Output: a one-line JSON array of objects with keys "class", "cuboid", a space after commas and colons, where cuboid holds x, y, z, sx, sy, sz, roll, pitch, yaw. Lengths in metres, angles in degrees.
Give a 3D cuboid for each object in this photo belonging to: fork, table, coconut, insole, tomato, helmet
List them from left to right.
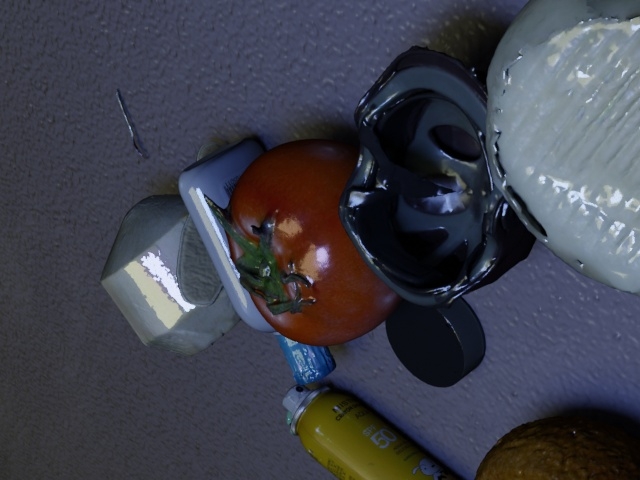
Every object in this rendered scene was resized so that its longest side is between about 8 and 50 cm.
[{"class": "fork", "cuboid": [-0.289, -0.174, 2.031, 0.016, 0.012, 0.115, -116, 4, -78]}, {"class": "coconut", "cuboid": [-0.200, 0.039, 1.913, 0.241, 0.241, 0.241, 28, 133, 34]}, {"class": "insole", "cuboid": [-0.150, -0.024, 1.832, 0.011, 0.081, 0.248, -34, 45, 54]}, {"class": "tomato", "cuboid": [0.000, 0.000, 1.656, 0.255, 0.224, 0.256, 35, 141, 34]}, {"class": "table", "cuboid": [0.146, 0.122, 1.727, 0.133, 0.043, 0.134, 28, 134, 33]}, {"class": "helmet", "cuboid": [0.162, -0.076, 1.465, 0.225, 0.177, 0.305, 46, 132, 31]}]

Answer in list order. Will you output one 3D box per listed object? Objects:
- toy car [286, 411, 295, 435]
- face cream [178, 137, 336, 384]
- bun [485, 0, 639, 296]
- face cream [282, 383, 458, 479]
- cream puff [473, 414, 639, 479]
[{"class": "toy car", "cuboid": [0.000, 0.288, 2.015, 0.122, 0.035, 0.059, 36, 138, 14]}, {"class": "face cream", "cuboid": [-0.072, 0.035, 1.816, 0.080, 0.163, 0.337, -16, 104, 38]}, {"class": "bun", "cuboid": [0.333, -0.111, 1.231, 0.359, 0.211, 0.360, 20, 131, 25]}, {"class": "face cream", "cuboid": [0.084, 0.316, 1.883, 0.348, 0.105, 0.105, 36, 137, 27]}, {"class": "cream puff", "cuboid": [0.316, 0.336, 1.558, 0.303, 0.212, 0.303, 34, 135, 41]}]
